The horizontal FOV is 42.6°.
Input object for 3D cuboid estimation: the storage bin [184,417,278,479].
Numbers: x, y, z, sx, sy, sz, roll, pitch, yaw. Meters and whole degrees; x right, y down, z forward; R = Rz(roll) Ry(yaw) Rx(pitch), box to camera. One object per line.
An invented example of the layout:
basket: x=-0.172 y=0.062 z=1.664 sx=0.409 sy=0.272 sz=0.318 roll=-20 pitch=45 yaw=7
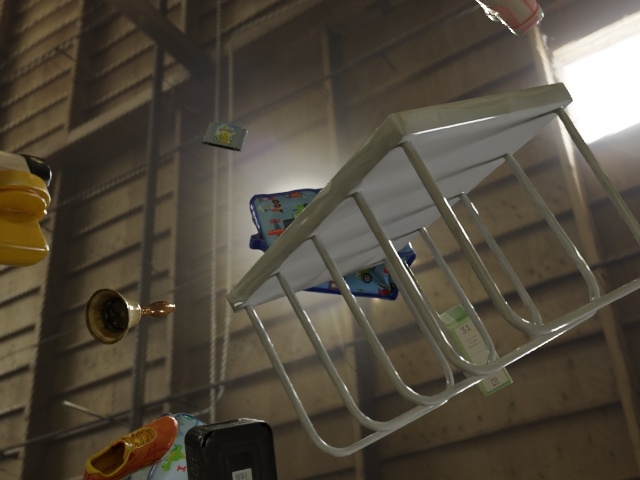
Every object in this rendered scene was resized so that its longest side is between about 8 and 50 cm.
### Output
storage bin: x=-0.139 y=0.381 z=1.305 sx=0.084 sy=0.122 sz=0.180 roll=-13 pitch=-98 yaw=62

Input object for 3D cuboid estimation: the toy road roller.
toy road roller: x=-0.680 y=-0.028 z=1.635 sx=0.329 sy=0.202 sz=0.240 roll=-37 pitch=-116 yaw=24

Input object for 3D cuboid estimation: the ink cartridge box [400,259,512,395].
ink cartridge box: x=0.207 y=0.121 z=1.295 sx=0.056 sy=0.171 sz=0.235 roll=-28 pitch=-91 yaw=2

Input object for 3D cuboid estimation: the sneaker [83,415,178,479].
sneaker: x=-0.288 y=0.327 z=1.282 sx=0.064 sy=0.175 sz=0.067 roll=40 pitch=-46 yaw=18

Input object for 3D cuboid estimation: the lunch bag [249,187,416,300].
lunch bag: x=0.000 y=0.000 z=1.592 sx=0.138 sy=0.293 sz=0.221 roll=109 pitch=-30 yaw=-41

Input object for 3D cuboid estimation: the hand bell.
hand bell: x=-0.419 y=0.165 z=1.922 sx=0.126 sy=0.242 sz=0.126 roll=1 pitch=-88 yaw=27

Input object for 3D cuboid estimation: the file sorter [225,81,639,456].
file sorter: x=0.091 y=0.033 z=0.661 sx=0.173 sy=0.193 sz=0.277 roll=61 pitch=-40 yaw=15

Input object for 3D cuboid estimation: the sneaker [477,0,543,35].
sneaker: x=0.190 y=-0.268 z=0.876 sx=0.051 sy=0.070 sz=0.134 roll=-42 pitch=-157 yaw=17

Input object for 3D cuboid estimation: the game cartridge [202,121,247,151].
game cartridge: x=-0.193 y=-0.213 z=1.665 sx=0.083 sy=0.017 sz=0.056 roll=12 pitch=-118 yaw=8

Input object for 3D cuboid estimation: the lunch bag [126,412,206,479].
lunch bag: x=-0.238 y=0.430 z=1.502 sx=0.090 sy=0.219 sz=0.176 roll=-14 pitch=-135 yaw=44
